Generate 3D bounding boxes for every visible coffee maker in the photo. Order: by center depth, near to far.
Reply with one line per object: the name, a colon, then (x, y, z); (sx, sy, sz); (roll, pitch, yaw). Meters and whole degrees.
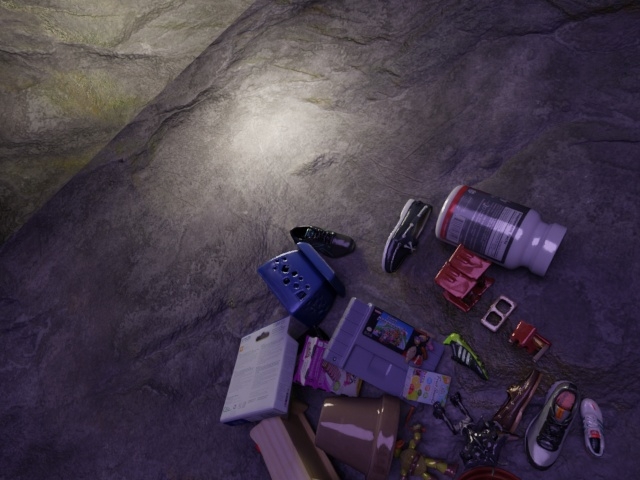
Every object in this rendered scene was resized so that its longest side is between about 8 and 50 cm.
coffee maker: (-0.058, 0.389, 1.630); (0.178, 0.120, 0.171); (-39, 61, 3)

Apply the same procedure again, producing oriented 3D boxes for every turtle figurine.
turtle figurine: (0.308, 0.676, 1.393); (0.217, 0.087, 0.269); (19, 83, 25)

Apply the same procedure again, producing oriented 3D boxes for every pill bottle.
pill bottle: (0.587, -0.031, 1.485); (0.363, 0.210, 0.210); (26, 82, 27)

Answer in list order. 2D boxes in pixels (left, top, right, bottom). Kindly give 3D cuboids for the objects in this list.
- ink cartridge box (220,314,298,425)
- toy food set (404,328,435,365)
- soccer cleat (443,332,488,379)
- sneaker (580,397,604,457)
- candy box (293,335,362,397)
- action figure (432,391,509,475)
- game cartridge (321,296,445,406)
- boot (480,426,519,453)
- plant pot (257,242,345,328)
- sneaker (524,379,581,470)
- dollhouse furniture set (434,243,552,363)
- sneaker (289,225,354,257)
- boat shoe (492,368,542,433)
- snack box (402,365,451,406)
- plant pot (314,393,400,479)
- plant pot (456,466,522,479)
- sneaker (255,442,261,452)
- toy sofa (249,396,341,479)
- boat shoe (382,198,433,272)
ink cartridge box: (-0.206, 0.462, 1.589); (0.324, 0.071, 0.330); (-31, 36, 41)
toy food set: (0.326, 0.351, 1.450); (0.078, 0.019, 0.122); (28, 82, -9)
soccer cleat: (0.473, 0.384, 1.465); (0.072, 0.060, 0.179); (-43, 55, 13)
sneaker: (0.776, 0.531, 1.277); (0.057, 0.075, 0.161); (-2, 70, 21)
candy box: (0.040, 0.427, 1.516); (0.071, 0.233, 0.159); (-3, 67, 55)
action figure: (0.452, 0.575, 1.318); (0.164, 0.141, 0.275); (-42, 30, 3)
game cartridge: (0.210, 0.360, 1.466); (0.355, 0.068, 0.230); (29, 86, -8)
boot: (0.533, 0.619, 1.362); (0.119, 0.042, 0.087); (5, 78, 25)
plant pot: (-0.054, 0.157, 1.657); (0.212, 0.236, 0.236); (-40, 61, -3)
sneaker: (0.669, 0.529, 1.303); (0.100, 0.108, 0.271); (23, 82, 25)
dollhouse furniture set: (0.559, 0.197, 1.415); (0.374, 0.201, 0.152); (38, 87, 29)
sneaker: (0.000, 0.000, 1.762); (0.267, 0.106, 0.101); (8, 73, 22)
boat shoe: (0.597, 0.476, 1.369); (0.073, 0.073, 0.207); (30, 83, 26)
snack box: (0.340, 0.467, 1.442); (0.141, 0.037, 0.100); (18, 84, -16)
plant pot: (0.108, 0.585, 1.382); (0.229, 0.263, 0.263); (12, 75, 7)
plant pot: (0.463, 0.769, 1.203); (0.273, 0.265, 0.272); (-7, 69, 19)
sneaker: (-0.131, 0.781, 1.526); (0.279, 0.107, 0.118); (30, 93, 30)
toy sofa: (-0.068, 0.695, 1.443); (0.177, 0.150, 0.362); (-47, 42, 4)
boat shoe: (0.316, -0.012, 1.638); (0.091, 0.114, 0.302); (17, 78, 32)
